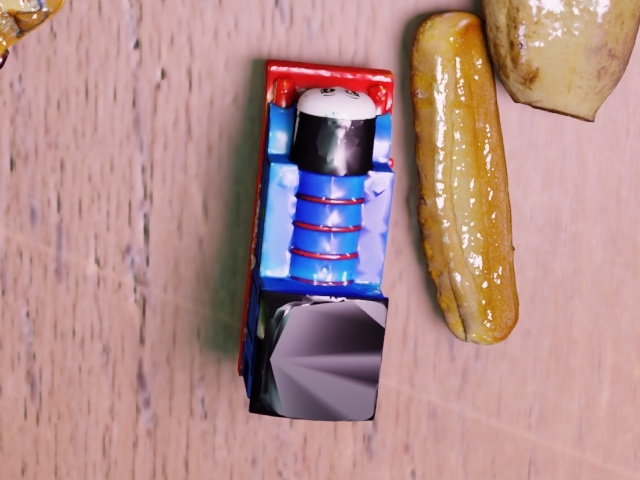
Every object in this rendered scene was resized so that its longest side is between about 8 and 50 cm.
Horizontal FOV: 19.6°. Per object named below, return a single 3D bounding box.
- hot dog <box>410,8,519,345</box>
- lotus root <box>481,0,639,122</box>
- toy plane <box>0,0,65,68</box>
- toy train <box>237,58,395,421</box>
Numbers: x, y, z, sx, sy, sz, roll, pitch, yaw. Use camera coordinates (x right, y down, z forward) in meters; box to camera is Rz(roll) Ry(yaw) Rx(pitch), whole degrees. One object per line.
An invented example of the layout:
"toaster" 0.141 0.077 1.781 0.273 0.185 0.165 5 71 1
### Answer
"hot dog" 0.085 -0.037 1.170 0.066 0.047 0.216 -22 110 -38
"lotus root" 0.148 -0.197 1.113 0.110 0.097 0.258 3 111 -4
"toy plane" -0.325 -0.170 1.073 0.316 0.103 0.204 37 96 -6
"toy train" 0.000 0.000 1.127 0.082 0.131 0.204 4 104 -6
